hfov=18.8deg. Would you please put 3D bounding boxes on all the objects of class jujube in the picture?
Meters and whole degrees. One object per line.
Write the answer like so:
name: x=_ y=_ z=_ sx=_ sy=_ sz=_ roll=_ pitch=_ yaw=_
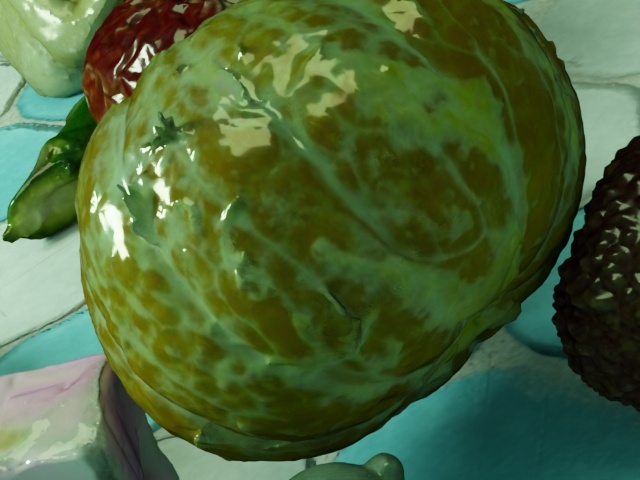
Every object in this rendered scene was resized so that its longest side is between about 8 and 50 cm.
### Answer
jujube: x=-0.085 y=-0.137 z=1.622 sx=0.213 sy=0.213 sz=0.232 roll=-36 pitch=32 yaw=-23

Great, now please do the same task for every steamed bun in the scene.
steamed bun: x=-0.224 y=-0.330 z=2.026 sx=0.324 sy=0.230 sz=0.372 roll=5 pitch=41 yaw=50

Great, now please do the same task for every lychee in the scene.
lychee: x=0.236 y=0.023 z=1.140 sx=0.188 sy=0.188 sz=0.188 roll=-17 pitch=28 yaw=10

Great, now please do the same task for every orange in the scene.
orange: x=0.006 y=-0.022 z=1.153 sx=0.329 sy=0.249 sz=0.329 roll=-41 pitch=-8 yaw=-7

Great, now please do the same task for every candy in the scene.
candy: x=-0.224 y=0.178 z=1.205 sx=0.265 sy=0.156 sz=0.116 roll=-14 pitch=26 yaw=15

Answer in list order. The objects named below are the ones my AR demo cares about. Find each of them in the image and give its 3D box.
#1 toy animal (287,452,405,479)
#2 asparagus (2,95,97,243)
toy animal: x=-0.015 y=0.219 z=1.022 sx=0.108 sy=0.138 sz=0.236 roll=24 pitch=39 yaw=10
asparagus: x=-0.191 y=-0.111 z=1.770 sx=0.085 sy=0.082 sz=0.343 roll=-2 pitch=35 yaw=26
